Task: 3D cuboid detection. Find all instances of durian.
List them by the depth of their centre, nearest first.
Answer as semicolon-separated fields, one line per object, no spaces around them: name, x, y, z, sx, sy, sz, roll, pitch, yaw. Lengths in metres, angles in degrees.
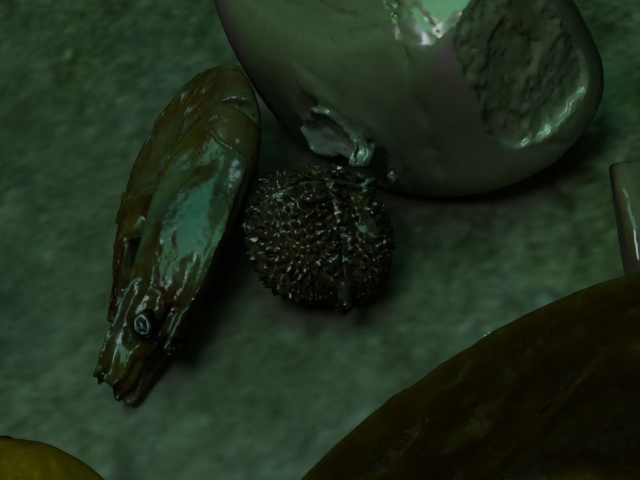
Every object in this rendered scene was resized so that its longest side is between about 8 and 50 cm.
durian;0.000;0.000;0.996;0.080;0.080;0.091;-15;49;-3

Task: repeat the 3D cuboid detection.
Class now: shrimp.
shrimp;-0.081;-0.003;1.032;0.051;0.115;0.217;26;51;-20

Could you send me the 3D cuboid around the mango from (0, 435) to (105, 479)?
mango;-0.174;0.216;0.729;0.187;0.144;0.359;4;44;24

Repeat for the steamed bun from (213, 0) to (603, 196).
steamed bun;0.025;-0.114;1.067;0.239;0.170;0.152;29;75;41

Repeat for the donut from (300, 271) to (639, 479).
donut;0.106;0.162;0.667;0.330;0.160;0.330;-30;28;18

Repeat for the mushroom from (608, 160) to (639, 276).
mushroom;0.256;-0.008;0.868;0.236;0.162;0.173;-10;37;6
